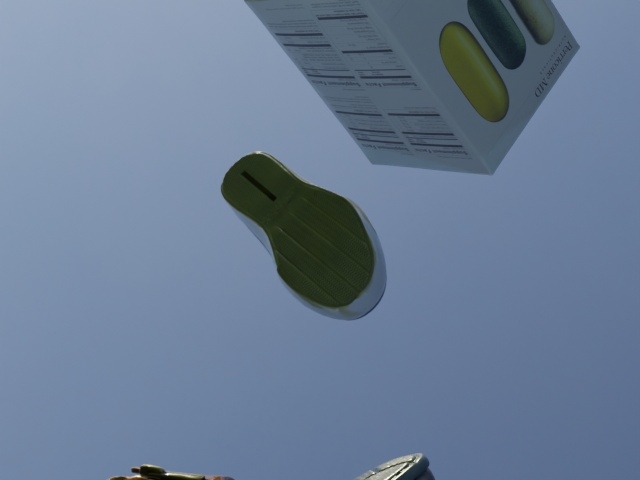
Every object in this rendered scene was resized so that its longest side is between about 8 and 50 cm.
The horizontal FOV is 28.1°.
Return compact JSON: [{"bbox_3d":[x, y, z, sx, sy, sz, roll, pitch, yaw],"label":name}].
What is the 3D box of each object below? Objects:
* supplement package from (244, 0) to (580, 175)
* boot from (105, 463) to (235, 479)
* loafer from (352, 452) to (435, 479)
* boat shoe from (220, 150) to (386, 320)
[{"bbox_3d":[0.102,-0.234,1.374,0.198,0.263,0.199,10,-123,51],"label":"supplement package"},{"bbox_3d":[-0.030,0.126,0.438,0.152,0.197,0.073,15,-92,15],"label":"boot"},{"bbox_3d":[-0.009,0.251,0.918,0.267,0.084,0.096,-30,-179,-32],"label":"loafer"},{"bbox_3d":[0.000,0.000,1.014,0.083,0.076,0.226,-43,-140,3],"label":"boat shoe"}]
